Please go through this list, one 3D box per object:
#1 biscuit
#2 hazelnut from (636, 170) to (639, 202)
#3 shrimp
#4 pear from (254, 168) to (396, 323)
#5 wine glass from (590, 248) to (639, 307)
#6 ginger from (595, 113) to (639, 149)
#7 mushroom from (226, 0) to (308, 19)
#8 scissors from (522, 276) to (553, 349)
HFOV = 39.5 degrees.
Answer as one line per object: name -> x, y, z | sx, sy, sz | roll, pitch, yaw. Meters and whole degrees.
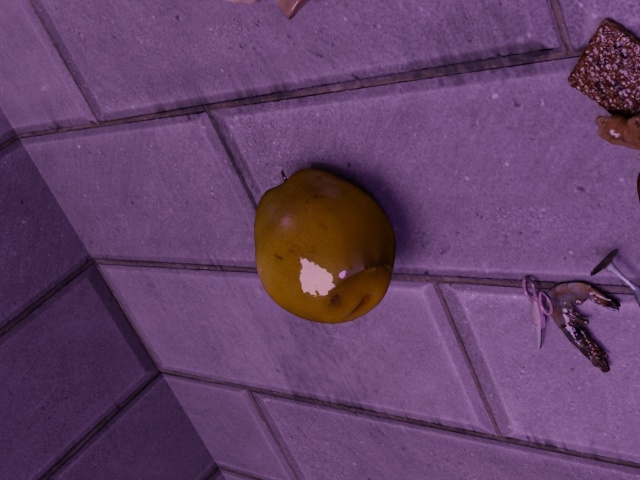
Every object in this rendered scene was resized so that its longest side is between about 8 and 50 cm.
biscuit -> 0.475, -0.211, 1.284 | 0.231, 0.025, 0.131 | 37, 144, 14
hazelnut -> 0.531, -0.058, 1.288 | 0.150, 0.150, 0.150 | 27, 140, 25
shrimp -> 0.498, 0.154, 1.612 | 0.195, 0.035, 0.148 | 52, 142, -4
pear -> -0.007, 0.008, 1.774 | 0.336, 0.285, 0.285 | 32, 142, 17
wine glass -> 0.546, 0.102, 1.485 | 0.198, 0.066, 0.066 | 43, 145, 4
ginger -> 0.462, -0.163, 1.261 | 0.165, 0.067, 0.096 | 9, 156, 39
mushroom -> -0.108, -0.493, 1.486 | 0.236, 0.162, 0.173 | 43, 146, 1
scissors -> 0.413, 0.146, 1.690 | 0.085, 0.022, 0.176 | 47, 159, 45
